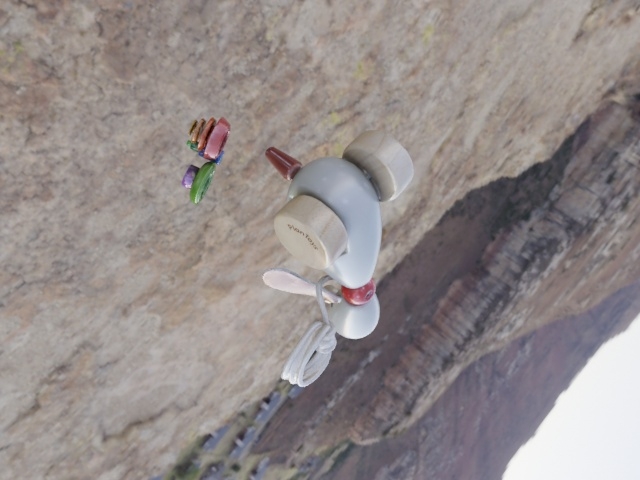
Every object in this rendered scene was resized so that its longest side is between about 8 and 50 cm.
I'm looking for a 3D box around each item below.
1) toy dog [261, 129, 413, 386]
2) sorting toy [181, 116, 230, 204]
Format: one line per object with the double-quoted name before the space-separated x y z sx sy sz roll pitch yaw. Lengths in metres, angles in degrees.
"toy dog" 0.000 0.000 0.832 0.220 0.161 0.333 -29 144 -41
"sorting toy" -0.131 -0.092 0.715 0.061 0.042 0.102 -74 -171 -69
